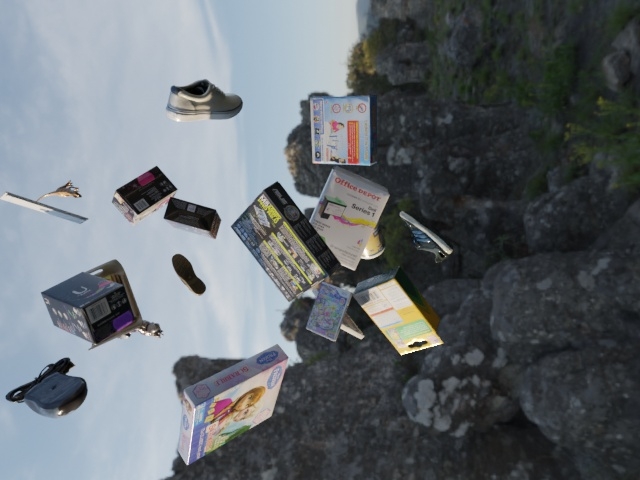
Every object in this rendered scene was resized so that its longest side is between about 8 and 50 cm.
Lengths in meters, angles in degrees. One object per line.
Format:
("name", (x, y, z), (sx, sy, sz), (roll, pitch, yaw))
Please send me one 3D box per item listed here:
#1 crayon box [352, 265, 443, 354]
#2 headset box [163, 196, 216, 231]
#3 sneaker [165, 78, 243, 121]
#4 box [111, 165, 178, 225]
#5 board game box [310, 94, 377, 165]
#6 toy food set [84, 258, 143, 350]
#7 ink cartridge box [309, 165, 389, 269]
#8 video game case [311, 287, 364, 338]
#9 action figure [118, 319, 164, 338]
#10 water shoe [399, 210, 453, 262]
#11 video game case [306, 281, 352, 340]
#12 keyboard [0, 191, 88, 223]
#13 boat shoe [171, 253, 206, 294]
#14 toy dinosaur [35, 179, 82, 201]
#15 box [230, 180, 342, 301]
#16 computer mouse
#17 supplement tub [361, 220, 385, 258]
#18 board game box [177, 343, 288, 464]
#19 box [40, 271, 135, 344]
("crayon box", (0.298, 0.267, 1.908), (0.323, 0.203, 0.083), (52, -141, -15))
("headset box", (-0.592, -0.098, 2.405), (0.293, 0.217, 0.110), (129, 156, -80))
("sneaker", (-0.292, -0.375, 1.349), (0.258, 0.094, 0.091), (-32, -31, -53))
("box", (-0.842, -0.212, 2.452), (0.247, 0.163, 0.142), (-43, 3, -36))
("board game box", (0.107, -0.510, 2.361), (0.086, 0.301, 0.309), (-30, -58, -57))
("toy food set", (-0.858, 0.252, 2.021), (0.092, 0.219, 0.306), (72, 172, -75))
("ink cartridge box", (0.079, -0.076, 1.672), (0.117, 0.201, 0.278), (-76, 9, -77))
("video game case", (0.067, 0.269, 1.872), (0.183, 0.023, 0.201), (50, -173, 35))
("action figure", (-0.814, 0.377, 2.265), (0.185, 0.284, 0.099), (53, -137, -42))
("water shoe", (0.318, -0.011, 1.607), (0.080, 0.203, 0.073), (-54, -11, 20))
("video game case", (0.020, 0.169, 1.230), (0.011, 0.087, 0.122), (24, -95, -56))
("keyboard", (-0.896, -0.103, 1.664), (0.255, 0.072, 0.014), (23, -112, -40))
("boat shoe", (-0.487, 0.130, 1.866), (0.178, 0.064, 0.060), (53, 150, 4))
("toy dinosaur", (-1.035, -0.195, 2.036), (0.112, 0.211, 0.064), (-50, -47, -61))
("box", (-0.096, 0.011, 1.338), (0.060, 0.270, 0.216), (-38, -1, -41))
("computer mouse", (-0.714, 0.417, 1.389), (0.188, 0.272, 0.072), (-36, -63, -40))
("supplement tub", (0.192, -0.034, 2.194), (0.145, 0.144, 0.200), (-85, -20, -45))
("board game box", (-0.263, 0.491, 1.533), (0.066, 0.317, 0.319), (43, 136, 30))
("box", (-0.788, 0.222, 1.733), (0.165, 0.270, 0.144), (-35, -56, -46))
